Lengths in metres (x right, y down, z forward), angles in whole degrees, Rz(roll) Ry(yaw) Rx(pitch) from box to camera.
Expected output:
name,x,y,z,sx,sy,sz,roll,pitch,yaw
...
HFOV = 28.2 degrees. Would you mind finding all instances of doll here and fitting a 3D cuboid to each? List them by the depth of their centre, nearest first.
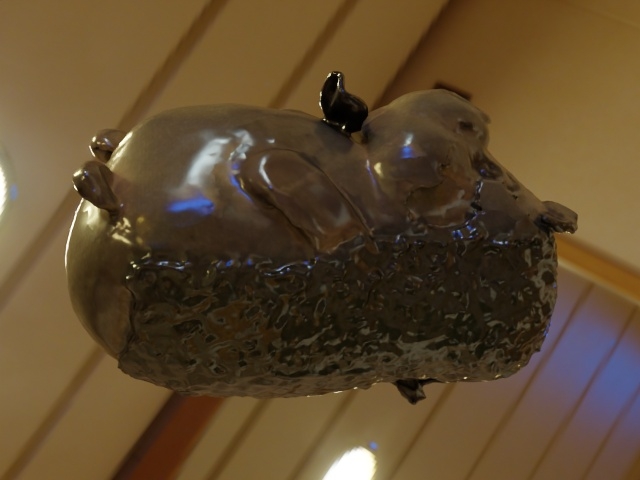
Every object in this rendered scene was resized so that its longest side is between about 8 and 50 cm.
name,x,y,z,sx,sy,sz,roll,pitch,yaw
doll,0.000,0.000,0.910,0.247,0.349,0.247,-171,90,-84
